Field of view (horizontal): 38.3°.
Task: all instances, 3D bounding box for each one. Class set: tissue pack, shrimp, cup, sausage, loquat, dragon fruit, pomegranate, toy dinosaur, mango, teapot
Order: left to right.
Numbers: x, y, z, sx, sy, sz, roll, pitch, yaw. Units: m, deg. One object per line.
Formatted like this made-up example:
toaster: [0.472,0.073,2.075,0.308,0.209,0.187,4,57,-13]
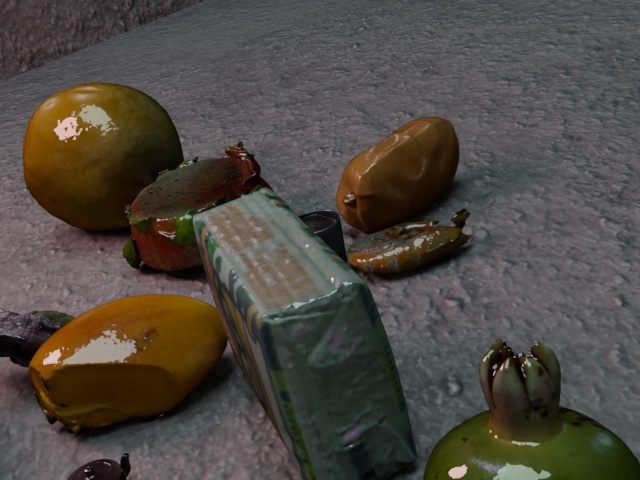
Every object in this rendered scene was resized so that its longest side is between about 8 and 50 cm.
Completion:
toy dinosaur: [-0.410,0.128,1.234,0.294,0.077,0.162,7,0,-10]
teapot: [-0.244,0.263,0.986,0.100,0.045,0.068,-31,29,-33]
loquat: [-0.390,-0.144,1.645,0.284,0.276,0.276,27,46,36]
mango: [-0.230,0.142,1.133,0.252,0.126,0.154,-21,38,-16]
dragon fruit: [-0.192,-0.044,1.480,0.268,0.130,0.295,-11,26,7]
tissue pack: [-0.028,0.099,0.996,0.128,0.228,0.311,-22,26,-13]
cup: [0.000,0.000,1.352,0.078,0.077,0.100,-7,27,14]
sausage: [0.123,-0.103,1.443,0.120,0.136,0.241,21,47,41]
shrimp: [0.126,-0.005,1.319,0.187,0.052,0.132,-14,31,-3]
pomegranate: [0.157,0.196,0.738,0.179,0.210,0.179,-35,18,13]
